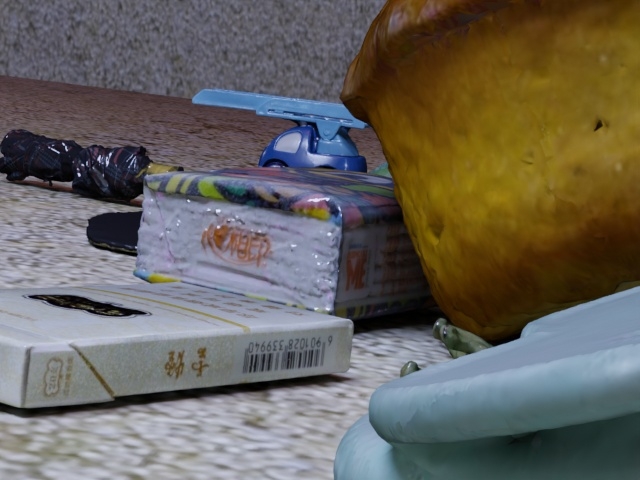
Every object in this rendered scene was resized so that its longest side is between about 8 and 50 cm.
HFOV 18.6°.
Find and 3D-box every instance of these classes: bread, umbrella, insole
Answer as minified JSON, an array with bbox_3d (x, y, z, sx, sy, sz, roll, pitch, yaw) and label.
[{"bbox_3d":[0.160,-0.057,0.804,0.312,0.172,0.312,-10,-10,-2],"label":"bread"},{"bbox_3d":[-0.152,-0.048,1.271,0.144,0.037,0.040,10,35,33],"label":"umbrella"},{"bbox_3d":[-0.054,-0.009,1.166,0.119,0.009,0.348,9,7,9],"label":"insole"}]

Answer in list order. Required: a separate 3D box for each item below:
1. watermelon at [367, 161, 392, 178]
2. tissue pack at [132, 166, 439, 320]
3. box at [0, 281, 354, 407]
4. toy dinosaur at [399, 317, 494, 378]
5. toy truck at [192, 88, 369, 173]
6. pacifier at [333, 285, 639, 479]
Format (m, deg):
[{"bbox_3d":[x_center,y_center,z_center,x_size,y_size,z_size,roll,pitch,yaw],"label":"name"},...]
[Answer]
[{"bbox_3d":[0.090,-0.027,1.249,0.094,0.081,0.180,-18,4,-37],"label":"watermelon"},{"bbox_3d":[0.000,0.000,0.898,0.108,0.060,0.148,9,8,30],"label":"tissue pack"},{"bbox_3d":[-0.073,0.033,0.677,0.090,0.024,0.167,11,8,37],"label":"box"},{"bbox_3d":[0.062,0.051,0.704,0.060,0.029,0.119,22,-1,-6],"label":"toy dinosaur"},{"bbox_3d":[-0.030,-0.070,1.449,0.136,0.074,0.063,8,6,15],"label":"toy truck"},{"bbox_3d":[0.121,-0.038,0.512,0.288,0.269,0.343,-17,-5,18],"label":"pacifier"}]
